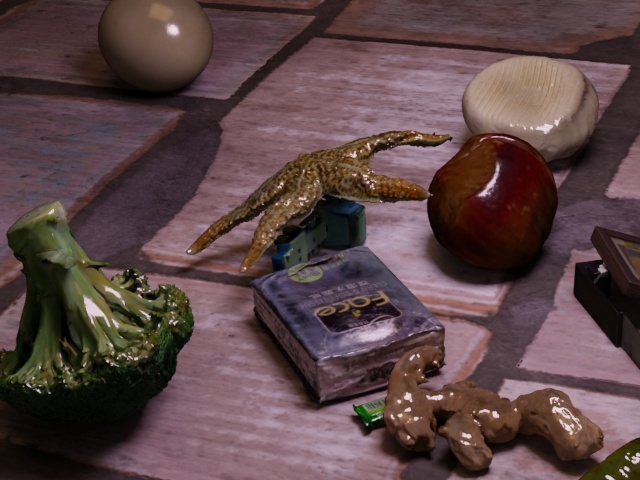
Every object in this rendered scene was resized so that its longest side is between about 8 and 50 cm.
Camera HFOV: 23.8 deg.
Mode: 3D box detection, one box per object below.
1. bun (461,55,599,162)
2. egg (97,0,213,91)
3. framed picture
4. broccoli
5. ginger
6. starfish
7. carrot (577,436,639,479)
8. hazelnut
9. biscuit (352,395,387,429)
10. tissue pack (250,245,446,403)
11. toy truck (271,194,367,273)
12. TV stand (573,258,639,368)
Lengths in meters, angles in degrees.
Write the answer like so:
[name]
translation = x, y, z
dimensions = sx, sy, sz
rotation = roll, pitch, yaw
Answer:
[bun]
translation = 0.324, -0.186, 2.330
dimensions = 0.222, 0.127, 0.222
rotation = -8, 44, 7
[egg]
translation = -0.289, -0.354, 2.645
dimensions = 0.186, 0.186, 0.241
rotation = -20, 26, -28
[framed picture]
translation = 0.424, 0.039, 1.934
dimensions = 0.128, 0.023, 0.168
rotation = 15, 22, -12
[broccoli]
translation = -0.274, 0.087, 1.739
dimensions = 0.269, 0.269, 0.254
rotation = 22, 45, 40
[ginger]
translation = 0.181, 0.203, 1.685
dimensions = 0.258, 0.065, 0.149
rotation = 21, 50, 29
[starfish]
translation = -0.002, -0.069, 2.042
dimensions = 0.347, 0.078, 0.358
rotation = -5, 26, 30
[carrot]
translation = 0.234, 0.297, 1.493
dimensions = 0.358, 0.074, 0.074
rotation = -29, 37, -34
[hazelnut]
translation = 0.231, -0.045, 2.041
dimensions = 0.178, 0.178, 0.204
rotation = -1, 28, 6
[biscuit]
translation = 0.082, 0.194, 1.754
dimensions = 0.089, 0.016, 0.046
rotation = -16, 32, -21
[tissue pack]
translation = 0.030, 0.099, 1.877
dimensions = 0.173, 0.073, 0.235
rotation = -14, 29, -16
[toy truck]
translation = 0.000, 0.000, 2.070
dimensions = 0.081, 0.067, 0.175
rotation = 10, 30, 27
[TV stand]
translation = 0.377, 0.103, 1.851
dimensions = 0.040, 0.049, 0.256
rotation = -8, 28, -12
